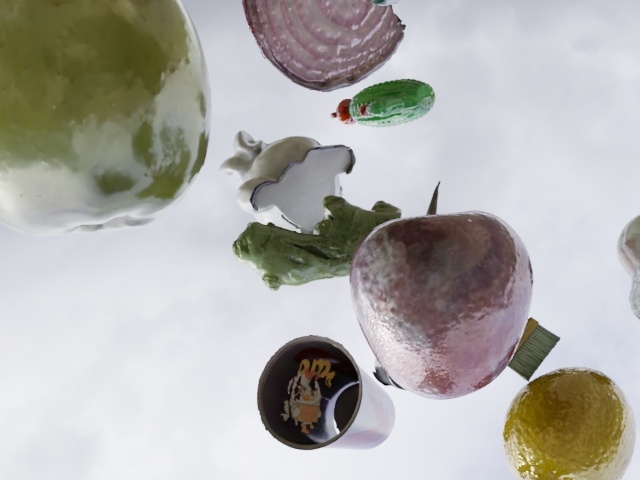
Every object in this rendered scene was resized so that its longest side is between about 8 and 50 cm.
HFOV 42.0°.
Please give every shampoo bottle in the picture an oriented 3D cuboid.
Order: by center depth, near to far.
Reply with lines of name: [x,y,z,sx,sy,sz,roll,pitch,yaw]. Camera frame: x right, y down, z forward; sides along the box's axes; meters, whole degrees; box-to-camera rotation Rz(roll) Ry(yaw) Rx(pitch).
shampoo bottle: [0.127,0.211,1.384,0.072,0.072,0.214,-13,174,-4]

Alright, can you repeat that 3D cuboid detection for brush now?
brush: [0.250,0.119,1.234,0.205,0.083,0.011,36,-172,-1]

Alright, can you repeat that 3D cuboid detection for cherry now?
cherry: [0.155,0.061,1.071,0.235,0.286,0.213,0,172,5]

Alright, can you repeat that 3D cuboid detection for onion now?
onion: [-0.026,-0.326,1.169,0.247,0.250,0.111,-41,-155,-29]

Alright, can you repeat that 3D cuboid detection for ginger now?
ginger: [0.005,0.000,1.350,0.289,0.137,0.089,-20,175,-12]

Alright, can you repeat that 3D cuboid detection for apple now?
apple: [-0.386,-0.224,1.313,0.473,0.474,0.474,-7,-146,5]

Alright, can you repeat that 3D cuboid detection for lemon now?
lemon: [0.357,0.278,1.196,0.186,0.187,0.244,14,-136,31]

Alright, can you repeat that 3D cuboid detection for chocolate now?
chocolate: [0.594,0.024,1.438,0.221,0.221,0.147,-13,-139,-5]

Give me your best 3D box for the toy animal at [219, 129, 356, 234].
toy animal: [-0.086,-0.119,1.627,0.257,0.194,0.357,11,-173,-30]

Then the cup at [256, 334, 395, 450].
cup: [0.033,0.301,1.535,0.202,0.288,0.203,-8,-113,20]

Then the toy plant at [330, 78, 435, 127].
toy plant: [0.128,-0.270,1.650,0.154,0.088,0.240,-18,-170,-18]

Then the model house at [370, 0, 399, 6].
model house: [0.083,-0.492,0.826,0.400,0.445,0.395,48,-154,24]
